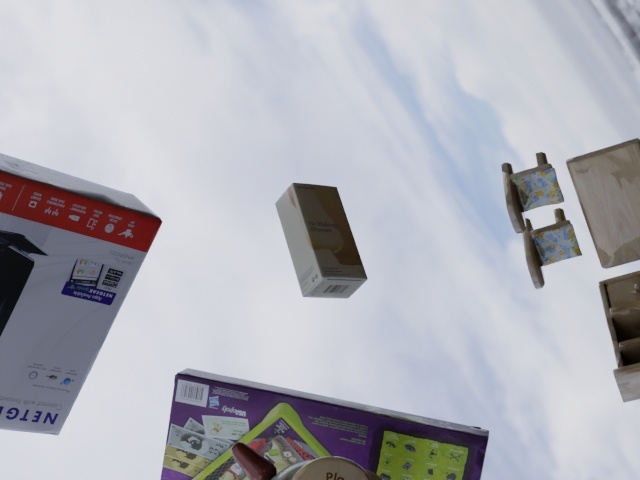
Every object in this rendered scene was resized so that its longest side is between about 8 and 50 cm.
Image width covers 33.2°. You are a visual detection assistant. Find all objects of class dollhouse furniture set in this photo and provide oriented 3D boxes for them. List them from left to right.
[{"bbox_3d":[0.324,0.017,1.105,0.161,0.212,0.242,-82,-30,-55],"label":"dollhouse furniture set"}]

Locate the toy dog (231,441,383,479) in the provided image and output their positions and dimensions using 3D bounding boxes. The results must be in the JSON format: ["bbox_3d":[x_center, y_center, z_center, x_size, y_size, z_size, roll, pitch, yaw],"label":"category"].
[{"bbox_3d":[-0.063,0.315,0.960,0.161,0.220,0.333,25,-126,17],"label":"toy dog"}]

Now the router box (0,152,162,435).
[{"bbox_3d":[-0.383,0.054,1.188,0.335,0.301,0.082,17,-167,-44],"label":"router box"}]

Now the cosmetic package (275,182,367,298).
[{"bbox_3d":[0.000,0.000,1.091,0.060,0.041,0.115,2,-123,-35],"label":"cosmetic package"}]

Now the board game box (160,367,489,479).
[{"bbox_3d":[-0.005,0.274,1.173,0.056,0.347,0.208,0,-79,-80],"label":"board game box"}]
